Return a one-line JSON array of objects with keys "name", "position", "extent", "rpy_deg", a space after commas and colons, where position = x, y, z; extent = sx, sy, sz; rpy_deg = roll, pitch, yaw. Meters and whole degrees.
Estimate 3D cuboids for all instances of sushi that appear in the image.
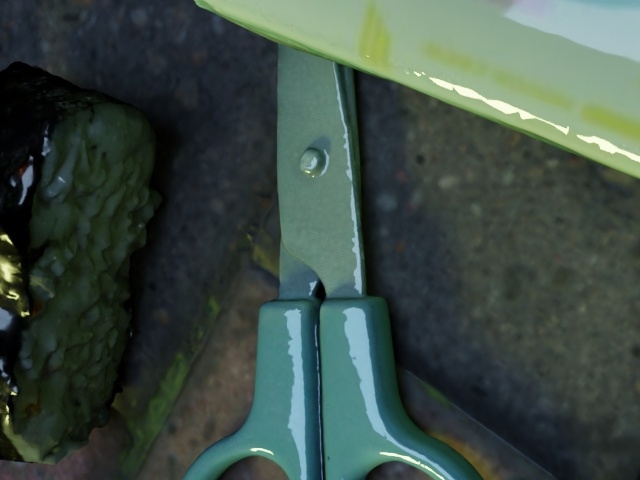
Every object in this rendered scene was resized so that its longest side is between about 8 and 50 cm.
[{"name": "sushi", "position": [-0.171, 0.015, 0.723], "extent": [0.115, 0.147, 0.213], "rpy_deg": [17, 107, 21]}]

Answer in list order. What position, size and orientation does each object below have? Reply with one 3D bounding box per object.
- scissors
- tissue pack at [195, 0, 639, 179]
[{"name": "scissors", "position": [0.000, 0.000, 0.701], "extent": [0.192, 0.029, 0.447], "rpy_deg": [-2, 89, 27]}, {"name": "tissue pack", "position": [0.164, -0.160, 0.534], "extent": [0.388, 0.162, 0.287], "rpy_deg": [25, 103, 22]}]
